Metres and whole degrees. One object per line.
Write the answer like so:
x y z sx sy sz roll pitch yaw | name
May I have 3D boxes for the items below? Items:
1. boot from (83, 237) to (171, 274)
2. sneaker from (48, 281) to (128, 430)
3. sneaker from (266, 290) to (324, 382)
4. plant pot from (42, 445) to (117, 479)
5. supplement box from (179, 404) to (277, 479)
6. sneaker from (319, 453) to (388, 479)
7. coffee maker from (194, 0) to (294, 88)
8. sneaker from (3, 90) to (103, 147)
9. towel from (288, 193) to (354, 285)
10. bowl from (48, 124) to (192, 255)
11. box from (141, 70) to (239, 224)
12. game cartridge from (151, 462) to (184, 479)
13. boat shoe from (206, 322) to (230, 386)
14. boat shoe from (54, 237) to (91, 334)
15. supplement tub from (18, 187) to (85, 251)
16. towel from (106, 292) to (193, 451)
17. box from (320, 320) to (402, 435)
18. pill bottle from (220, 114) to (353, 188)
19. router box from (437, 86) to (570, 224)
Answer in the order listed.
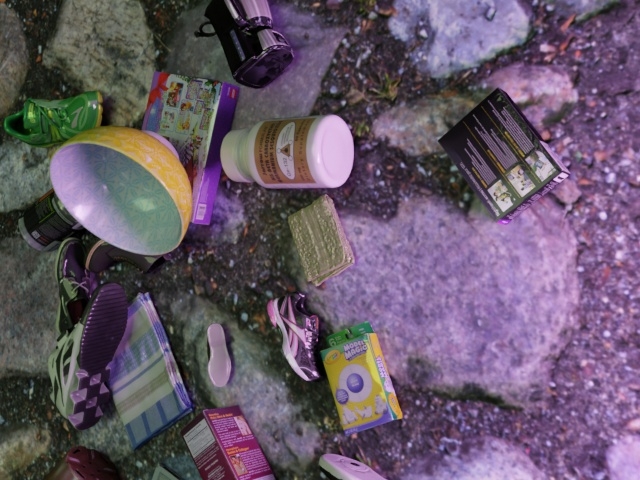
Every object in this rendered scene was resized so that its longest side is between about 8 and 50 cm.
-0.424 0.042 1.666 0.198 0.077 0.137 -42 71 24 | boot
-0.518 0.229 1.639 0.146 0.122 0.331 25 103 30 | sneaker
-0.032 0.172 1.404 0.077 0.072 0.178 -32 75 16 | sneaker
-0.534 0.548 1.651 0.167 0.167 0.165 43 101 28 | plant pot
-0.172 0.416 1.451 0.081 0.104 0.188 -43 65 23 | supplement box
0.074 0.460 1.303 0.216 0.079 0.121 20 95 31 | sneaker
-0.148 -0.392 1.508 0.171 0.120 0.178 -44 61 48 | coffee maker
-0.624 -0.279 1.786 0.295 0.123 0.109 -12 79 31 | sneaker
0.000 0.000 1.419 0.110 0.027 0.148 -30 72 29 | towel
-0.361 -0.125 1.497 0.289 0.289 0.156 -4 42 33 | bowl
-0.291 -0.197 1.604 0.201 0.057 0.293 16 95 32 | box
-0.316 0.507 1.590 0.083 0.017 0.056 25 96 32 | game cartridge
-0.206 0.228 1.528 0.046 0.038 0.125 -10 85 -10 | boat shoe
-0.547 0.110 1.725 0.079 0.084 0.233 9 100 47 | boat shoe
-0.590 -0.063 1.752 0.190 0.117 0.117 -30 71 28 | supplement tub
-0.393 0.281 1.648 0.209 0.034 0.285 -37 68 26 | towel
0.067 0.241 1.348 0.105 0.043 0.179 -26 71 28 | box
-0.066 -0.161 1.413 0.229 0.131 0.131 2 87 33 | pill bottle
0.291 -0.135 1.230 0.133 0.046 0.179 -41 66 24 | router box
